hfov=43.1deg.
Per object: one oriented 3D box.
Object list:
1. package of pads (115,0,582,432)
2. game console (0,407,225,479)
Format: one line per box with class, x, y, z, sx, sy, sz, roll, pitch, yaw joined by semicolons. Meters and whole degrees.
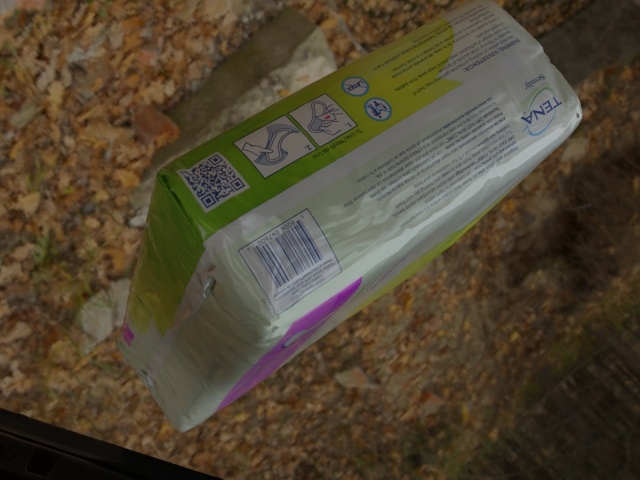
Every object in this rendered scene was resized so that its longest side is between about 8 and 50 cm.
package of pads;0.000;0.000;0.506;0.229;0.101;0.296;-34;173;-26
game console;-0.019;0.147;0.373;0.213;0.361;0.044;79;29;-59
